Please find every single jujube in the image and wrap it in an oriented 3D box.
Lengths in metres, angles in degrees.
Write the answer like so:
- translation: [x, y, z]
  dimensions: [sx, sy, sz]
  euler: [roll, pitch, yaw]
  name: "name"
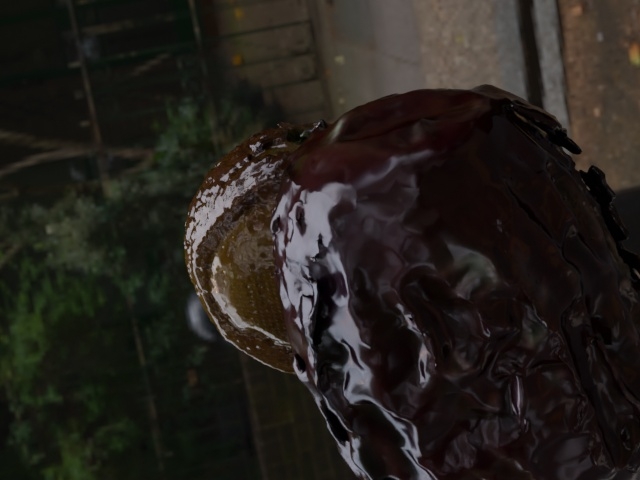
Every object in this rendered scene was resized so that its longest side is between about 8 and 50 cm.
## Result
- translation: [0.107, 0.061, 0.895]
  dimensions: [0.376, 0.258, 0.258]
  euler: [64, 178, -29]
  name: "jujube"

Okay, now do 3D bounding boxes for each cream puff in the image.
- translation: [0.000, 0.000, 1.338]
  dimensions: [0.212, 0.303, 0.303]
  euler: [-78, -13, -50]
  name: "cream puff"
